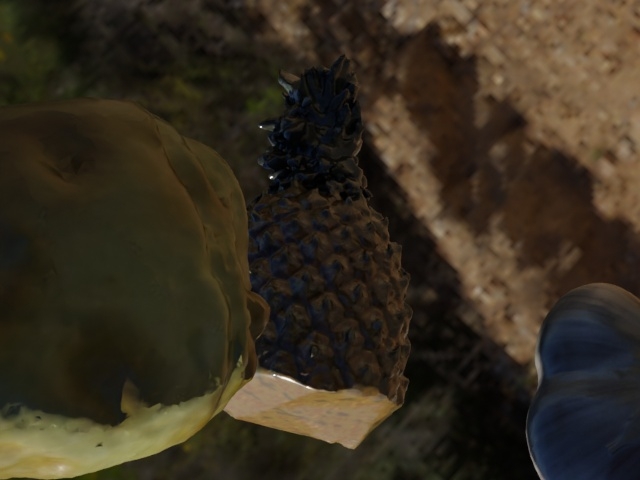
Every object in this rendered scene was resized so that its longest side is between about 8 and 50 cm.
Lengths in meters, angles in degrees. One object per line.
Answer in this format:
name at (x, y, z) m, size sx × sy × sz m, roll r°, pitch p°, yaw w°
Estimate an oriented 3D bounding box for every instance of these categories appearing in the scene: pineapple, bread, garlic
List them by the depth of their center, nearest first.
bread at (-0.147, 0.028, 0.578) m, size 0.152 × 0.268 × 0.130 m, roll -123°, pitch 26°, yaw -50°
garlic at (0.282, 0.119, 1.406) m, size 0.207 × 0.257 × 0.207 m, roll 14°, pitch 113°, yaw 36°
pineapple at (0.000, 0.000, 1.718) m, size 0.202 × 0.362 × 0.202 m, roll 6°, pitch 161°, yaw 2°
